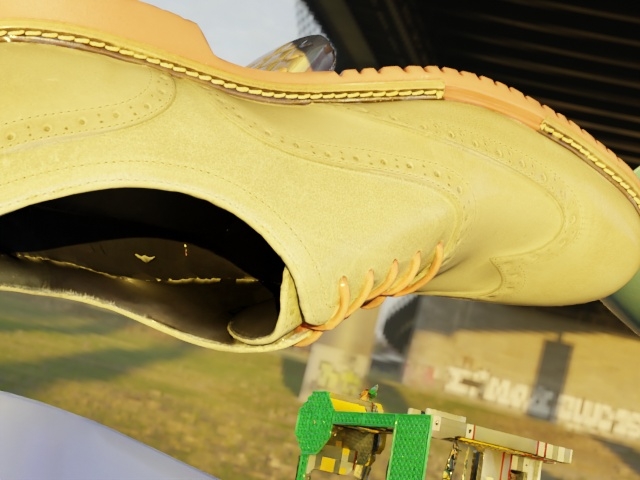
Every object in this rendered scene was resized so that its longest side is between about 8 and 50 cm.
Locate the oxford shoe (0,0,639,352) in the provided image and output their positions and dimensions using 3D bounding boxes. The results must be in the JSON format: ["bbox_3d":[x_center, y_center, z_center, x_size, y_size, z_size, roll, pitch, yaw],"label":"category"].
[{"bbox_3d":[0.000,0.000,0.547,0.397,0.146,0.140,8,-44,-23],"label":"oxford shoe"}]

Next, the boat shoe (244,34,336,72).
[{"bbox_3d":[-0.079,-0.090,1.249,0.123,0.324,0.116,7,-36,53],"label":"boat shoe"}]

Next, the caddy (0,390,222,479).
[{"bbox_3d":[-0.166,0.195,0.554,0.241,0.179,0.341,-10,-31,32],"label":"caddy"}]

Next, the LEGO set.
[{"bbox_3d":[0.094,0.288,1.016,0.192,0.331,0.255,19,-25,-31],"label":"LEGO set"}]

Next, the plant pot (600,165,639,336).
[{"bbox_3d":[0.335,0.005,0.766,0.195,0.290,0.290,56,-10,-1],"label":"plant pot"}]
